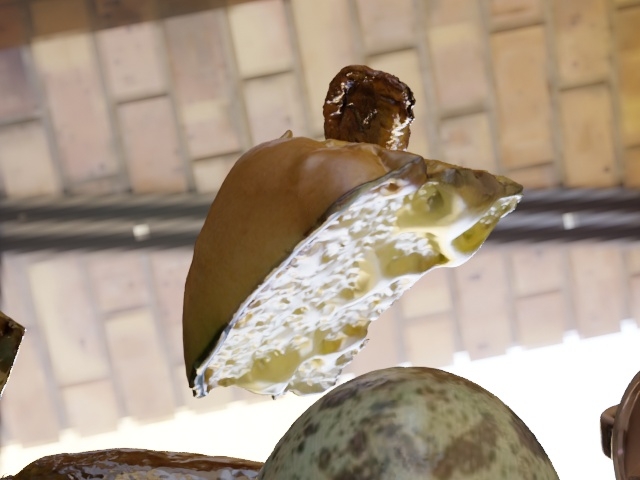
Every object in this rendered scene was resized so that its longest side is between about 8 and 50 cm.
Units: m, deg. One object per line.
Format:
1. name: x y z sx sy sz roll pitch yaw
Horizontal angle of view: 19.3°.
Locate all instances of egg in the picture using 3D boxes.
1. egg: 0.033 0.119 0.713 0.172 0.132 0.132 92 -10 -45

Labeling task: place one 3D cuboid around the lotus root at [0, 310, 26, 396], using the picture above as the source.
1. lotus root: -0.328 0.116 1.501 0.235 0.138 0.119 -41 -156 62

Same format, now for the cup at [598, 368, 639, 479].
1. cup: 0.339 0.155 1.446 0.253 0.200 0.192 7 -76 53

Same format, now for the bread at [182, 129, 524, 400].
1. bread: 0.001 -0.010 1.285 0.251 0.174 0.133 -46 -126 33

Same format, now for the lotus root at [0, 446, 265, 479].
1. lotus root: -0.113 0.217 1.534 0.167 0.329 0.078 -74 171 -59

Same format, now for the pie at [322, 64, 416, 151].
1. pie: 0.035 -0.085 1.449 0.088 0.033 0.191 48 -29 20
